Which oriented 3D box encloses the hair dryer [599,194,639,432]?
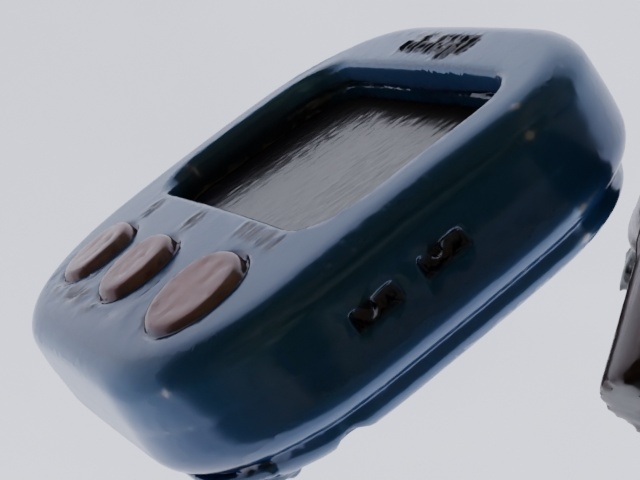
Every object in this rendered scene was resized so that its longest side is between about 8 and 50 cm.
[{"bbox_3d":[0.172,-0.008,0.816,0.123,0.340,0.312,23,-116,5],"label":"hair dryer"}]

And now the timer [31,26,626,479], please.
[{"bbox_3d":[0.000,0.000,1.003,0.309,0.340,0.115,-39,-71,-14],"label":"timer"}]
